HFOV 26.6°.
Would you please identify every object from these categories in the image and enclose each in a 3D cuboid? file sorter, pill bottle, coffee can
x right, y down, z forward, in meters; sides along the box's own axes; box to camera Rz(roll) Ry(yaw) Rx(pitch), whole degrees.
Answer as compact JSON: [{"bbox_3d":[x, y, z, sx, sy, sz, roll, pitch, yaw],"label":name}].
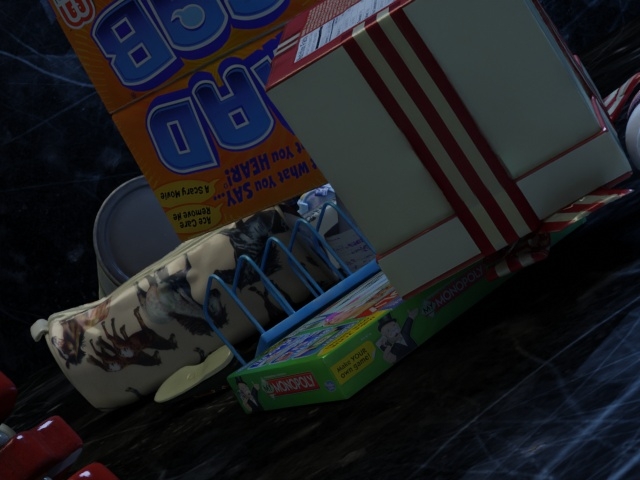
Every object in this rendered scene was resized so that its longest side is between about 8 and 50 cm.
[{"bbox_3d":[-0.029,0.053,1.459,0.170,0.104,0.118,-33,-18,-24],"label":"file sorter"},{"bbox_3d":[0.319,-0.099,1.223,0.086,0.086,0.152,-29,5,18],"label":"pill bottle"},{"bbox_3d":[-0.250,0.040,2.118,0.202,0.201,0.275,-32,-13,-18],"label":"coffee can"}]

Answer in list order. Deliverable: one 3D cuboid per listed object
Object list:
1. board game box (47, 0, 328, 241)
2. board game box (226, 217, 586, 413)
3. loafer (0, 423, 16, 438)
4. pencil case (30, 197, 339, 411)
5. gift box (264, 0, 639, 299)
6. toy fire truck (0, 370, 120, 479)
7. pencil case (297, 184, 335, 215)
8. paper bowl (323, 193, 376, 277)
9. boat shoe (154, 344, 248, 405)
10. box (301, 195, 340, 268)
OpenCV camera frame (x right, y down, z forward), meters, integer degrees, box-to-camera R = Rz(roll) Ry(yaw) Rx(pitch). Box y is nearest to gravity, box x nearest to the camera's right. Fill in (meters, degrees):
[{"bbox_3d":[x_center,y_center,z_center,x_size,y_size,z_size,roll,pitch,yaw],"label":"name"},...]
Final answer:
[{"bbox_3d":[-0.036,-0.269,1.639,0.357,0.356,0.356,-21,12,37],"label":"board game box"},{"bbox_3d":[0.081,0.058,1.308,0.317,0.046,0.213,-33,5,-29],"label":"board game box"},{"bbox_3d":[-0.538,0.337,1.822,0.319,0.112,0.111,-31,13,6],"label":"loafer"},{"bbox_3d":[-0.189,0.081,1.874,0.410,0.183,0.160,-31,14,5],"label":"pencil case"},{"bbox_3d":[0.133,-0.121,1.179,0.276,0.258,0.255,-27,20,20],"label":"gift box"},{"bbox_3d":[-0.322,0.268,1.134,0.254,0.169,0.302,-56,-11,34],"label":"toy fire truck"},{"bbox_3d":[0.075,-0.086,2.370,0.124,0.113,0.273,1,23,35],"label":"pencil case"},{"bbox_3d":[0.132,-0.063,1.643,0.284,0.148,0.284,-29,6,3],"label":"paper bowl"},{"bbox_3d":[-0.139,0.166,1.582,0.133,0.042,0.049,-29,30,29],"label":"boat shoe"},{"bbox_3d":[0.000,0.000,2.079,0.275,0.094,0.113,-28,7,28],"label":"box"}]
